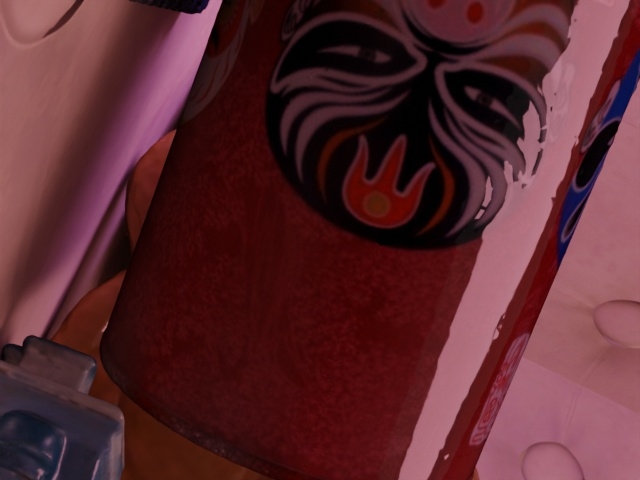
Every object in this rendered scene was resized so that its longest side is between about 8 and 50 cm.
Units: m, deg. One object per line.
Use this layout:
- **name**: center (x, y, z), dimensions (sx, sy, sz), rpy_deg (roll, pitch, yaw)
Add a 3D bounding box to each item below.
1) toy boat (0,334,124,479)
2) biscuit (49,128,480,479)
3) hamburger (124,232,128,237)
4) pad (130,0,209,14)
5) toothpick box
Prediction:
- **toy boat**: center (-0.135, 0.104, 0.722), dimensions (0.215, 0.088, 0.102), rpy_deg (113, 0, -57)
- **biscuit**: center (-0.031, 0.114, 0.875), dimensions (0.051, 0.269, 0.376), rpy_deg (-177, -99, -75)
- **hamburger**: center (0.000, 0.000, 1.036), dimensions (0.276, 0.237, 0.276), rpy_deg (-155, -90, -88)
- **pad**: center (-0.018, -0.220, 0.636), dimensions (0.269, 0.012, 0.269), rpy_deg (-64, 179, 6)
- **toothpick box**: center (0.041, -0.066, 0.718), dimensions (0.204, 0.204, 0.333), rpy_deg (-61, 173, -77)
